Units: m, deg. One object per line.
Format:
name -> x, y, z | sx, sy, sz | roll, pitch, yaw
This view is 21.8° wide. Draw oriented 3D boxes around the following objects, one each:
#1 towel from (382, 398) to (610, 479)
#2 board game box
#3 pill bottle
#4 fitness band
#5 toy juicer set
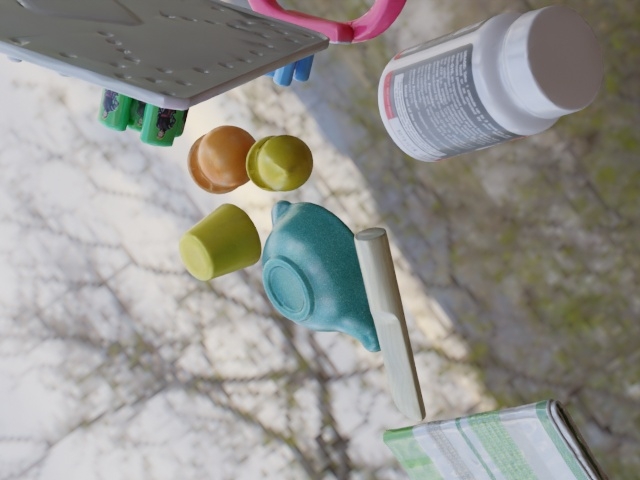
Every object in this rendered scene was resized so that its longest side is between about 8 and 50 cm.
towel -> 0.134, 0.167, 1.230 | 0.113, 0.152, 0.023 | 57, -139, -23
board game box -> -0.231, -0.195, 1.515 | 0.390, 0.050, 0.390 | 19, -161, 13
pill bottle -> 0.221, -0.204, 2.169 | 0.283, 0.161, 0.161 | -13, 121, 52
fitness band -> 0.007, -0.352, 2.053 | 0.054, 0.209, 0.291 | 0, -166, -41
toy juicer set -> 0.000, 0.000, 1.548 | 0.329, 0.089, 0.209 | 32, 135, 34
